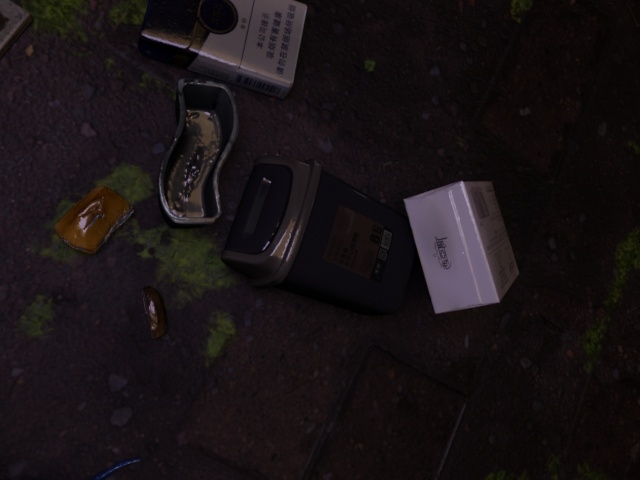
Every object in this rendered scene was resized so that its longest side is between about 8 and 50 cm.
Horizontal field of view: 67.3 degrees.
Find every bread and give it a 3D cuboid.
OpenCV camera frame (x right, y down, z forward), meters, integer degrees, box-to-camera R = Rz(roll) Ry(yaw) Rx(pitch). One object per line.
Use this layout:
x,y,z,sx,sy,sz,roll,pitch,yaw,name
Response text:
-0.345,-0.031,0.733,0.072,0.053,0.106,43,67,-14,bread

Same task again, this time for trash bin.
0.000,0.000,0.788,0.290,0.182,0.210,23,72,-21,trash bin

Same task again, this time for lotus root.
-0.258,0.111,0.754,0.030,0.037,0.083,-13,88,-24,lotus root

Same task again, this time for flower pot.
-0.197,-0.130,0.768,0.103,0.108,0.229,11,81,-18,flower pot

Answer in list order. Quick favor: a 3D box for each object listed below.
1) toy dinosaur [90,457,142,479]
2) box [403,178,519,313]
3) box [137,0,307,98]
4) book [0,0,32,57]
-0.409,0.361,0.623,0.329,0.144,0.076,12,43,-57,toy dinosaur
0.256,0.000,0.841,0.260,0.111,0.195,-11,85,-63,box
-0.163,-0.364,0.827,0.259,0.071,0.168,12,80,-19,box
-0.607,-0.273,0.686,0.216,0.021,0.310,32,74,-14,book
